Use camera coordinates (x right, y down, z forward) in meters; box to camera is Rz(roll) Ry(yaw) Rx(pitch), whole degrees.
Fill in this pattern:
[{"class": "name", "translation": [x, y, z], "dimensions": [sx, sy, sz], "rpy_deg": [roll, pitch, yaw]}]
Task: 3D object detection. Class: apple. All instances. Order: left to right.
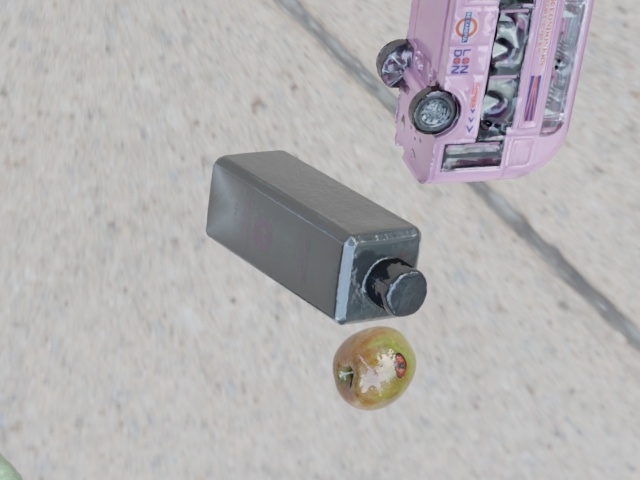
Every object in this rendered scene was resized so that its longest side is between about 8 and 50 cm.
[{"class": "apple", "translation": [0.054, 0.125, 1.906], "dimensions": [0.071, 0.084, 0.084], "rpy_deg": [-6, 105, -32]}]

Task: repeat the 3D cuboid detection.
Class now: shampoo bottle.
[{"class": "shampoo bottle", "translation": [0.000, 0.000, 1.607], "dimensions": [0.079, 0.246, 0.080], "rpy_deg": [-8, 114, -34]}]

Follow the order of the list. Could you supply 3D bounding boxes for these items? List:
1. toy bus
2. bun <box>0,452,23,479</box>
[{"class": "toy bus", "translation": [0.083, -0.123, 0.916], "dimensions": [0.090, 0.063, 0.203], "rpy_deg": [-4, 124, -17]}, {"class": "bun", "translation": [-0.382, 0.287, 1.929], "dimensions": [0.195, 0.118, 0.195], "rpy_deg": [4, 59, -7]}]
